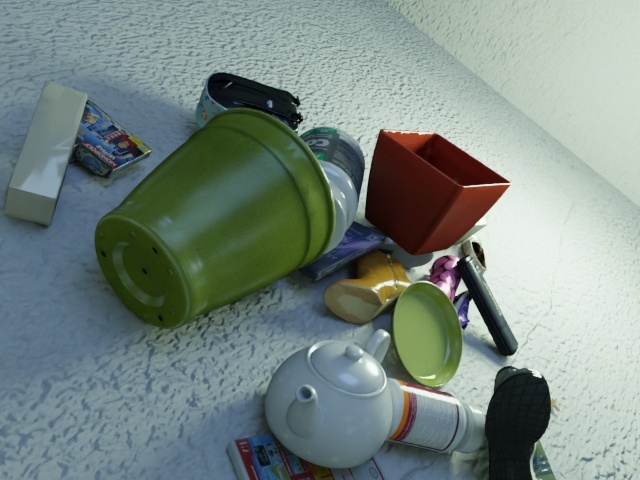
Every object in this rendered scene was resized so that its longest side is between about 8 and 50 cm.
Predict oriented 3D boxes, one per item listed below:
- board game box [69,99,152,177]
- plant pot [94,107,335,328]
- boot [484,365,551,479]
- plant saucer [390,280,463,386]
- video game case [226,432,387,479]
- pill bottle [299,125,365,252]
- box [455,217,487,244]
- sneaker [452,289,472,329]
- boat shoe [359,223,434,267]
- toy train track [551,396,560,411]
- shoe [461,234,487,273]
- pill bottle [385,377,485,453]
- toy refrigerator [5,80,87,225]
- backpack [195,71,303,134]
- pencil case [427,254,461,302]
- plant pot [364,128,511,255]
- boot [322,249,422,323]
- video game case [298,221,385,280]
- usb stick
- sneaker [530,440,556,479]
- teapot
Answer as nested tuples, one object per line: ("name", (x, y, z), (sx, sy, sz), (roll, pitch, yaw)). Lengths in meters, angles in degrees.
("board game box", (-0.510, -0.209, 1.516), (0.194, 0.060, 0.194), (38, 35, 5))
("plant pot", (-0.220, -0.022, 1.316), (0.366, 0.366, 0.353), (42, 46, 10))
("boot", (0.390, 0.333, 1.414), (0.118, 0.338, 0.222), (8, 36, 8))
("plant saucer", (0.237, 0.214, 1.572), (0.241, 0.037, 0.240), (15, 67, -39))
("video game case", (-0.005, 0.422, 1.204), (0.285, 0.025, 0.204), (2, 46, -39))
("pill bottle", (-0.006, -0.120, 1.620), (0.204, 0.204, 0.361), (29, 27, -8))
("box", (0.341, -0.073, 1.985), (0.232, 0.127, 0.148), (-3, 62, -42))
("sneaker", (0.357, 0.190, 1.773), (0.071, 0.068, 0.170), (49, 43, -5))
("boat shoe", (0.184, 0.003, 1.809), (0.258, 0.095, 0.084), (15, 43, -28))
("toy train track", (0.565, 0.415, 1.703), (0.048, 0.014, 0.083), (48, 42, 7))
("shoe", (0.461, 0.042, 2.026), (0.077, 0.058, 0.219), (28, 35, -10))
("pill bottle", (0.213, 0.357, 1.380), (0.221, 0.121, 0.121), (19, 37, -23))
("toy refrigerator", (-0.539, -0.174, 1.349), (0.094, 0.102, 0.269), (15, 55, -20))
("backpack", (-0.199, -0.323, 1.797), (0.254, 0.191, 0.225), (19, 36, -21))
("pencil case", (0.304, 0.121, 1.775), (0.209, 0.098, 0.095), (-47, 128, -56))
("plant pot", (0.267, -0.112, 1.744), (0.267, 0.235, 0.267), (41, 29, 30))
("boot", (0.105, 0.096, 1.641), (0.295, 0.104, 0.211), (18, 32, -32))
("video game case", (0.000, 0.000, 1.644), (0.196, 0.026, 0.274), (28, 33, 29))
("usb stick", (0.432, 0.169, 1.778), (0.077, 0.045, 0.278), (-27, 89, -53))
("sneaker", (0.467, 0.502, 1.477), (0.086, 0.064, 0.192), (37, 33, -11))
("teapot", (0.033, 0.266, 1.243), (0.253, 0.187, 0.256), (13, 24, -20))
